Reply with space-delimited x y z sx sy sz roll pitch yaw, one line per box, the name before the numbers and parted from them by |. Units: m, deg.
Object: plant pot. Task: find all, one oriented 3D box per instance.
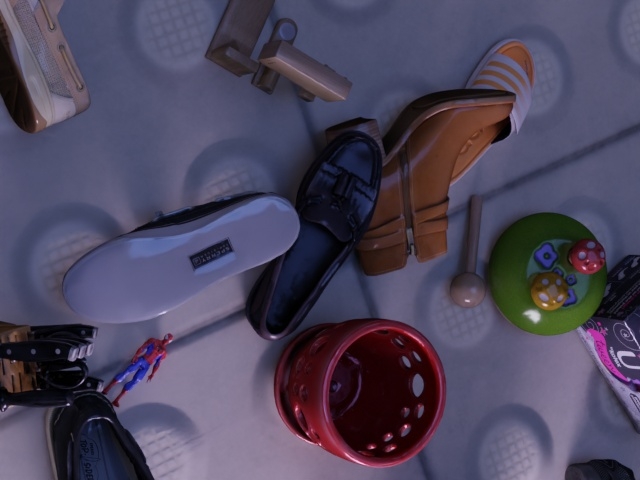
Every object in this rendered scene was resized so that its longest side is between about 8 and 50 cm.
plant pot | 0.045 0.194 1.753 0.191 0.174 0.191 -1 91 -27

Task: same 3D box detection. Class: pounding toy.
pounding toy | 0.320 0.041 1.903 0.237 0.110 0.183 16 85 -12

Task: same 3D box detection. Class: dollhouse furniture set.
dollhouse furniture set | -0.036 -0.265 1.717 0.144 0.151 0.123 28 78 -27

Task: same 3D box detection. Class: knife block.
knife block | -0.392 0.147 1.486 0.275 0.242 0.088 -6 93 -27

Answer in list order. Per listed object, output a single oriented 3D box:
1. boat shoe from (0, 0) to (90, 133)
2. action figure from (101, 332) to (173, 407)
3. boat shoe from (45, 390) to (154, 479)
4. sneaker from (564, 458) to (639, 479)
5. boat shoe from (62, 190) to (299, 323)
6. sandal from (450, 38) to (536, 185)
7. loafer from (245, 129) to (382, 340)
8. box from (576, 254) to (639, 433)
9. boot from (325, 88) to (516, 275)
boat shoe | -0.359 -0.284 1.577 0.098 0.109 0.302 -27 109 -30
action figure | -0.230 0.162 1.693 0.038 0.030 0.115 47 69 -15
boat shoe | -0.250 0.350 1.636 0.127 0.113 0.340 -12 96 -27
sneaker | 0.454 0.443 2.021 0.130 0.087 0.227 -9 89 -21
boat shoe | -0.181 0.009 1.670 0.306 0.105 0.113 -26 109 -10
sandal | 0.246 -0.178 1.907 0.102 0.076 0.265 43 72 -22
loafer | 0.000 0.000 1.728 0.109 0.095 0.302 27 95 -9
box | 0.523 0.166 2.021 0.163 0.142 0.247 -40 108 -22
boot | 0.156 -0.084 1.830 0.283 0.109 0.220 -19 105 -15
